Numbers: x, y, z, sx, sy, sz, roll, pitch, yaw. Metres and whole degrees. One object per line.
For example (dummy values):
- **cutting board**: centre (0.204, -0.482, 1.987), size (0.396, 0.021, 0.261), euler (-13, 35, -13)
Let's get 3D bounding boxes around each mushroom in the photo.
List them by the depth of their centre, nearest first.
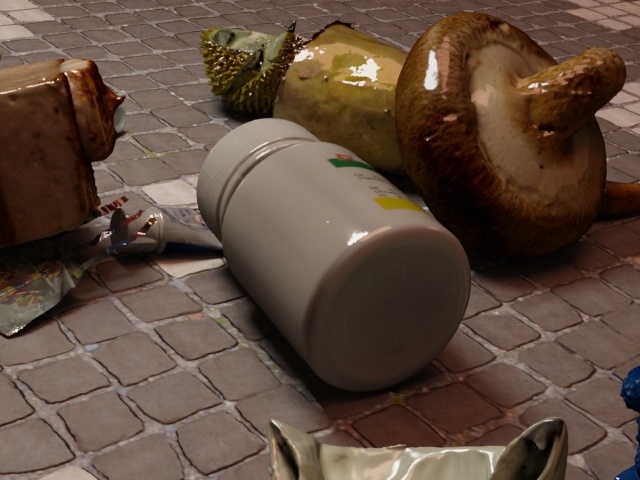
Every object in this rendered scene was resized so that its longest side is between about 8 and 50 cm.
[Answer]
- **mushroom**: centre (0.248, -0.137, 1.509), size (0.345, 0.239, 0.345), euler (4, 58, -6)

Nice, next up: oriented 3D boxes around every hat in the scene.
- **hat**: centre (0.078, 0.266, 0.890), size (0.258, 0.168, 0.301), euler (-5, 46, 27)

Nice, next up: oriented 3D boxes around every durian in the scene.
- **durian**: centre (-0.105, -0.292, 1.883), size (0.193, 0.138, 0.237), euler (15, 30, 26)

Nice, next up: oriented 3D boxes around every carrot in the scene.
- **carrot**: centre (0.464, -0.065, 1.673), size (0.161, 0.055, 0.055), euler (-1, 28, -29)

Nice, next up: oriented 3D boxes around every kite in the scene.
- **kite**: centre (-0.311, 0.023, 1.307), size (0.245, 0.015, 0.141), euler (-35, 50, -25)

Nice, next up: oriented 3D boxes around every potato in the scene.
- **potato**: centre (0.095, -0.196, 1.681), size (0.266, 0.229, 0.229), euler (29, 33, 16)

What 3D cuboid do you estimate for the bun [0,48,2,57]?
- **bun**: centre (-0.663, -0.306, 1.691), size (0.352, 0.227, 0.349), euler (14, 28, 9)

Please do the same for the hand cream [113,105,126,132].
- **hand cream**: centre (-0.396, -0.202, 1.756), size (0.174, 0.047, 0.076), euler (9, 32, 22)

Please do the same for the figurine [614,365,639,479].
- **figurine**: centre (0.364, 0.158, 1.018), size (0.164, 0.262, 0.121), euler (36, 45, 20)

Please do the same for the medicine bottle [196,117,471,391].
- **medicine bottle**: centre (0.000, 0.000, 1.274), size (0.208, 0.208, 0.339), euler (-9, 31, -26)

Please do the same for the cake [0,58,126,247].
- **cake**: centre (-0.372, -0.108, 1.342), size (0.293, 0.198, 0.196), euler (-14, 19, -9)

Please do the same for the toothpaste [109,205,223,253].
- **toothpaste**: centre (-0.144, -0.018, 1.457), size (0.266, 0.061, 0.096), euler (-4, 27, -33)
